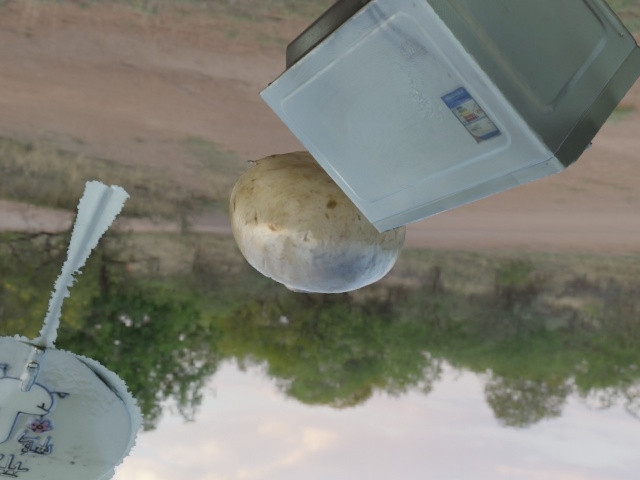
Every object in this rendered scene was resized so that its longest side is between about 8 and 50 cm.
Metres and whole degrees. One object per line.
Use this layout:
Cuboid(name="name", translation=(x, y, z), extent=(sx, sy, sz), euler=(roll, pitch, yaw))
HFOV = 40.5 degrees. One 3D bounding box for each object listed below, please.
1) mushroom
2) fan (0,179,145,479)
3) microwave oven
Cuboid(name="mushroom", translation=(0.000, 0.000, 1.214), extent=(0.253, 0.195, 0.189), euler=(6, -152, -16))
Cuboid(name="fan", translation=(-0.255, 0.113, 0.774), extent=(0.233, 0.415, 0.012), euler=(14, -147, -21))
Cuboid(name="microwave oven", translation=(0.081, -0.113, 0.581), extent=(0.163, 0.129, 0.205), euler=(50, 153, -12))
